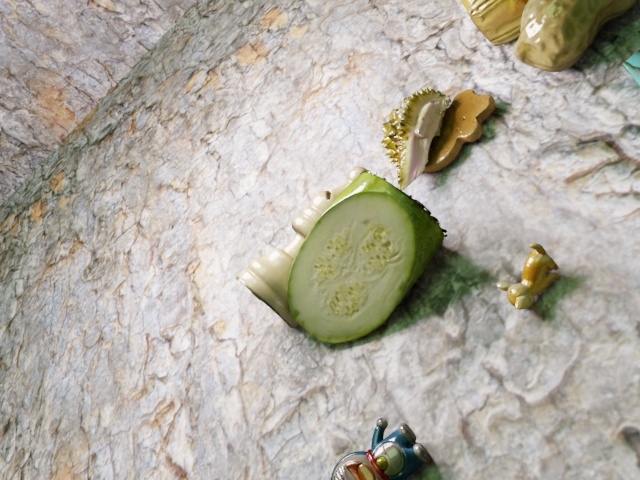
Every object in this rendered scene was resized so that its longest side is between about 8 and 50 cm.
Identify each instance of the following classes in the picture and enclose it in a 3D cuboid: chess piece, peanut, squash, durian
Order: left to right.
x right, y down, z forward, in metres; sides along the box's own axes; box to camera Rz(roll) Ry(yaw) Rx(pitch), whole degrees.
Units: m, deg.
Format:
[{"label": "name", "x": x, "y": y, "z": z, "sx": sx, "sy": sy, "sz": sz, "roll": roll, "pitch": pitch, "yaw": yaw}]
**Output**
[{"label": "chess piece", "x": 0.000, "y": 0.000, "z": 1.137, "sx": 0.307, "sy": 0.139, "sz": 0.124, "roll": -49, "pitch": -2, "yaw": -7}, {"label": "squash", "x": 0.054, "y": 0.041, "z": 1.000, "sx": 0.260, "sy": 0.189, "sz": 0.189, "roll": -50, "pitch": 38, "yaw": -5}, {"label": "durian", "x": 0.153, "y": -0.188, "z": 1.127, "sx": 0.140, "sy": 0.078, "sz": 0.224, "roll": -19, "pitch": 44, "yaw": 42}, {"label": "peanut", "x": 0.435, "y": -0.408, "z": 1.012, "sx": 0.159, "sy": 0.143, "sz": 0.291, "roll": 30, "pitch": 89, "yaw": 43}]

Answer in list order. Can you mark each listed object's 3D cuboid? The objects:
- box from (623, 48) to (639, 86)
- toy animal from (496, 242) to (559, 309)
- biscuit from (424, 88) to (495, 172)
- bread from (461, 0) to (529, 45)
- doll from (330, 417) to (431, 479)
[{"label": "box", "x": 0.535, "y": -0.268, "z": 0.831, "sx": 0.226, "sy": 0.042, "sz": 0.160, "roll": -47, "pitch": 33, "yaw": 36}, {"label": "toy animal", "x": 0.282, "y": 0.054, "z": 0.859, "sx": 0.083, "sy": 0.081, "sz": 0.060, "roll": -35, "pitch": 40, "yaw": -12}, {"label": "biscuit", "x": 0.235, "y": -0.193, "z": 1.128, "sx": 0.184, "sy": 0.027, "sz": 0.133, "roll": -57, "pitch": 35, "yaw": -6}, {"label": "bread", "x": 0.317, "y": -0.495, "z": 1.188, "sx": 0.119, "sy": 0.152, "sz": 0.288, "roll": -35, "pitch": 41, "yaw": 29}, {"label": "doll", "x": 0.074, "y": 0.317, "z": 0.850, "sx": 0.152, "sy": 0.085, "sz": 0.114, "roll": -37, "pitch": 59, "yaw": 1}]
